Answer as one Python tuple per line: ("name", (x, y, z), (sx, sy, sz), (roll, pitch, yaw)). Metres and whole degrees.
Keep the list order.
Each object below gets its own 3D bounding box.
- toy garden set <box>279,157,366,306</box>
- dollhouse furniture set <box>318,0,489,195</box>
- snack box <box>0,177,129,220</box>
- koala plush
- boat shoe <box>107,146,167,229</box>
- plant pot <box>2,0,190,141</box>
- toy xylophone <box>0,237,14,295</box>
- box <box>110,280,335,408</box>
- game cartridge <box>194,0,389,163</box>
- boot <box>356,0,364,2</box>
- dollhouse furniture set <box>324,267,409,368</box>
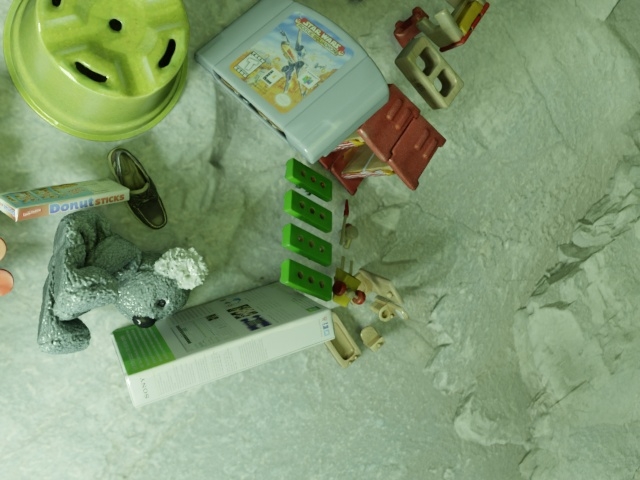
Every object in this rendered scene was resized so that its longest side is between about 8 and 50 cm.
("toy garden set", (0.000, 0.000, 1.072), (0.203, 0.049, 0.244), (27, 53, -40))
("dollhouse furniture set", (0.160, -0.274, 1.070), (0.152, 0.201, 0.374), (42, 74, -24))
("snack box", (-0.383, -0.065, 0.874), (0.178, 0.064, 0.022), (-19, 127, -48))
("koala plush", (-0.302, 0.062, 0.910), (0.221, 0.196, 0.203), (12, 49, -31))
("boat shoe", (-0.301, -0.082, 0.957), (0.056, 0.049, 0.152), (-35, 112, -17))
("plant pot", (-0.298, -0.280, 0.815), (0.276, 0.254, 0.276), (-4, 100, -25))
("toy xylophone", (-0.577, -0.035, 0.818), (0.236, 0.081, 0.323), (-6, 100, -24))
("box", (-0.168, 0.156, 0.956), (0.322, 0.232, 0.059), (-14, 103, -22))
("game cartridge", (-0.043, -0.278, 0.940), (0.198, 0.297, 0.062), (-44, 158, -6))
("boot", (0.043, -0.555, 1.018), (0.123, 0.095, 0.258), (-48, 115, -19))
("dollhouse furniture set", (0.086, 0.166, 1.137), (0.151, 0.123, 0.144), (-39, 112, -15))
